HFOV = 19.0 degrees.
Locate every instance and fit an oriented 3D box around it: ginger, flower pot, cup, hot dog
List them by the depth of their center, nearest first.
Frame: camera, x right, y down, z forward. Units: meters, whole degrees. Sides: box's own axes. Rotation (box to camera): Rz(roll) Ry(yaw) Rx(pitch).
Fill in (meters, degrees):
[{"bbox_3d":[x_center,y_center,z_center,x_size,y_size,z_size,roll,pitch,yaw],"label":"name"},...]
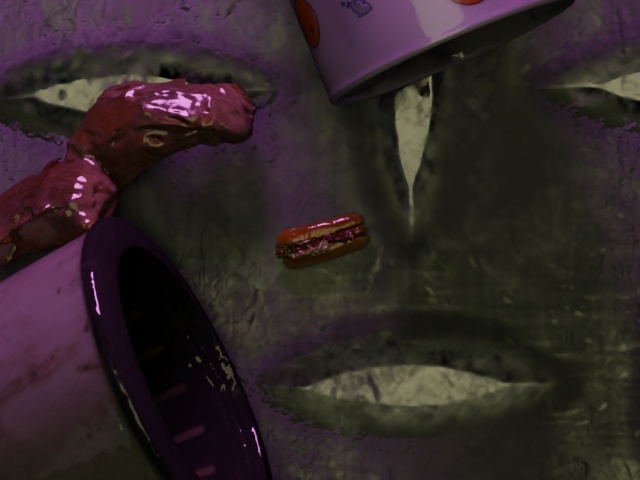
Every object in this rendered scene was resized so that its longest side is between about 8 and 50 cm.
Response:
[{"bbox_3d":[0.046,-0.294,1.529,0.212,0.212,0.317,-23,89,5],"label":"cup"},{"bbox_3d":[-0.240,0.182,1.533,0.330,0.293,0.293,-27,89,10],"label":"flower pot"},{"bbox_3d":[-0.191,-0.059,1.615,0.290,0.122,0.084,-31,120,2],"label":"ginger"},{"bbox_3d":[0.000,0.000,1.636,0.083,0.021,0.037,-19,88,4],"label":"hot dog"}]
